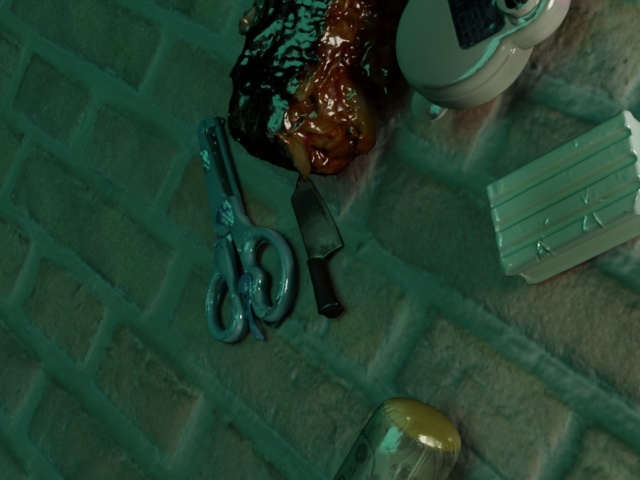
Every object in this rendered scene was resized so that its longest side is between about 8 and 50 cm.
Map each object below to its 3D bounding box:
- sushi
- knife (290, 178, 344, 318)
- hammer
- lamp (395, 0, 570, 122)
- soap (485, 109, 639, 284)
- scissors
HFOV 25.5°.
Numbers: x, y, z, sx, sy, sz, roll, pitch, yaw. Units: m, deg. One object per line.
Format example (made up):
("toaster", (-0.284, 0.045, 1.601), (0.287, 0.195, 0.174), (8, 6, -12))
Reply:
("sushi", (-0.003, -0.232, 1.819), (0.182, 0.196, 0.343), (8, 82, 56))
("knife", (0.000, 0.000, 1.867), (0.060, 0.028, 0.230), (-34, 50, 21))
("hammer", (0.135, 0.325, 1.550), (0.305, 0.113, 0.202), (40, 110, 38))
("lamp", (0.196, -0.251, 1.669), (0.246, 0.108, 0.179), (-30, 60, 36))
("soap", (0.279, -0.043, 1.533), (0.198, 0.066, 0.119), (-30, 57, 38))
("scissors", (-0.125, -0.027, 2.003), (0.180, 0.032, 0.393), (-39, 50, 32))
